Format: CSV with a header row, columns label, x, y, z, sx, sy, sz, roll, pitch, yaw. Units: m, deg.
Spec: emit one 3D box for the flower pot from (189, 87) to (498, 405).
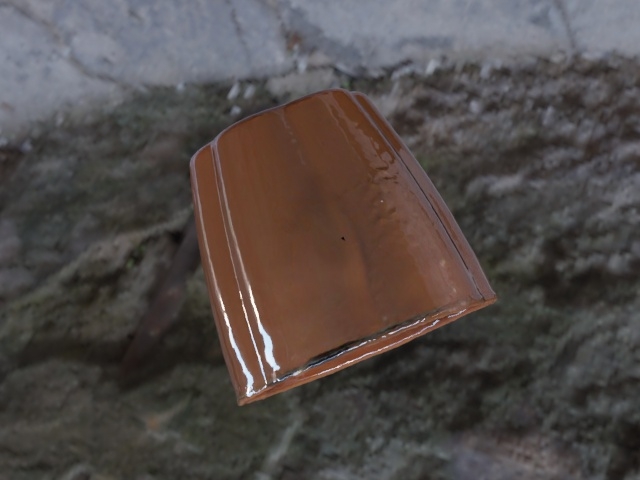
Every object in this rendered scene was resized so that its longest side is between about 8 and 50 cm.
label,x,y,z,sx,sy,sz,roll,pitch,yaw
flower pot,0.000,0.000,0.957,0.190,0.190,0.173,-34,76,50
